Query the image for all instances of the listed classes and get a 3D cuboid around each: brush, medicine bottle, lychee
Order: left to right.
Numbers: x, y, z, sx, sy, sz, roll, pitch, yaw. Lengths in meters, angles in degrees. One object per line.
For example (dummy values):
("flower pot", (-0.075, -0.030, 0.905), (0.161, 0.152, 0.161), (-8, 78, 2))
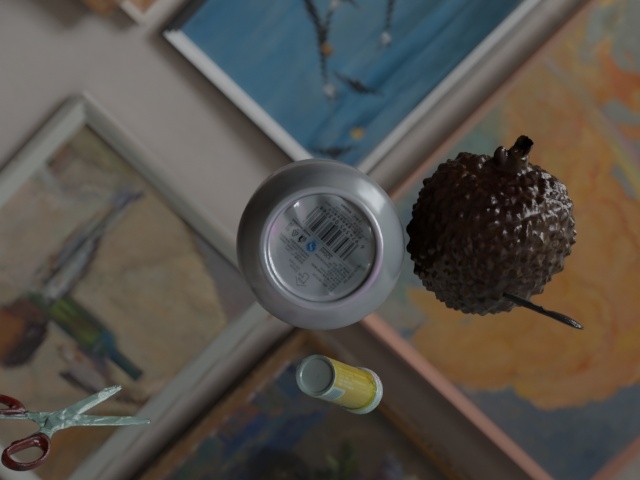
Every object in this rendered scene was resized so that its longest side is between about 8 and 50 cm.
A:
("medicine bottle", (0.028, 0.213, 2.152), (0.074, 0.074, 0.218), (-46, 158, 5))
("lychee", (0.207, -0.021, 1.733), (0.200, 0.200, 0.238), (-76, -178, -65))
("brush", (0.208, 0.066, 1.351), (0.024, 0.083, 0.008), (3, 109, -68))

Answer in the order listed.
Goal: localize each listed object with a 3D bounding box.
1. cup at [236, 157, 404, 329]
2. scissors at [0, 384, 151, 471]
("cup", (0.000, 0.000, 1.824), (0.212, 0.212, 0.317), (-46, -177, 1))
("scissors", (-0.348, 0.240, 1.955), (0.248, 0.144, 0.017), (-8, 132, -45))
